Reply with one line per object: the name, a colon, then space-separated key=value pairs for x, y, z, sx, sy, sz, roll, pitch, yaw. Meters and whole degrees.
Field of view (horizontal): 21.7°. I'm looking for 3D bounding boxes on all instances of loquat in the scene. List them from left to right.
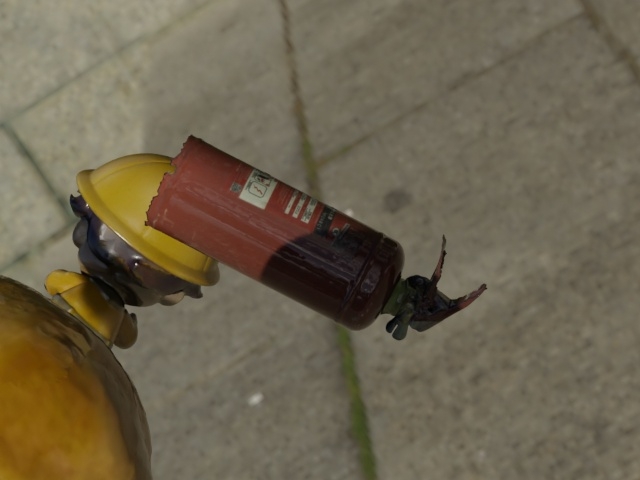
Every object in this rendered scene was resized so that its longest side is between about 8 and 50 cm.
loquat: x=-0.213 y=0.132 z=1.052 sx=0.193 sy=0.238 sz=0.238 roll=-44 pitch=26 yaw=-28

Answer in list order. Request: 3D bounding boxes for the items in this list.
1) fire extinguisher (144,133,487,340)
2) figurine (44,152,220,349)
fire extinguisher: x=0.000 y=0.000 z=1.671 sx=0.106 sy=0.337 sz=0.147 roll=-63 pitch=-1 yaw=-46
figurine: x=-0.212 y=0.024 z=1.823 sx=0.167 sy=0.192 sz=0.257 roll=4 pitch=59 yaw=56
